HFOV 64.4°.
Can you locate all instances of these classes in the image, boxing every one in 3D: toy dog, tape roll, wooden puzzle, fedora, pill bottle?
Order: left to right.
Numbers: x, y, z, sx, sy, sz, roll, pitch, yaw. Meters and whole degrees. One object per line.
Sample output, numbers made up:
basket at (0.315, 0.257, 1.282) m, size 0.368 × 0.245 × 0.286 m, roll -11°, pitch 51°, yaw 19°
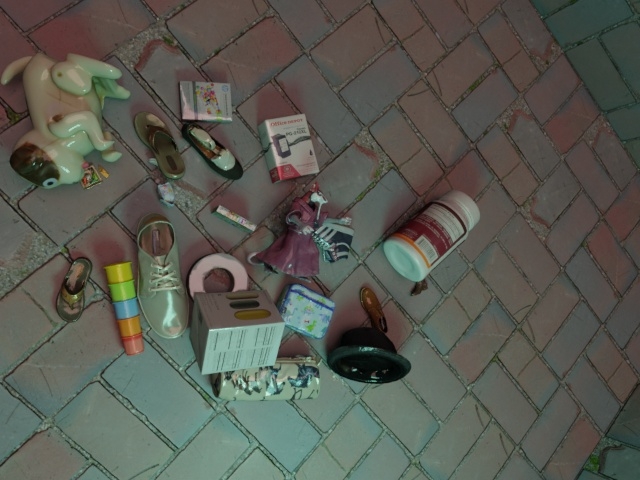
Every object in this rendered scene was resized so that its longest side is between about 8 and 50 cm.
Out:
toy dog at (-0.821, -0.363, 1.595) m, size 0.396 × 0.285 × 0.407 m, roll 15°, pitch 84°, yaw -21°
wooden puzzle at (-0.792, -0.219, 1.739) m, size 0.116 × 0.014 × 0.078 m, roll -38°, pitch 101°, yaw -19°
tape roll at (-0.377, 0.155, 1.861) m, size 0.220 × 0.072 × 0.218 m, roll 2°, pitch 86°, yaw -22°
fedora at (0.193, 0.441, 2.011) m, size 0.334 × 0.334 × 0.152 m, roll 21°, pitch 49°, yaw -20°
pill bottle at (0.473, -0.029, 2.139) m, size 0.392 × 0.224 × 0.224 m, roll -39°, pitch 102°, yaw -20°

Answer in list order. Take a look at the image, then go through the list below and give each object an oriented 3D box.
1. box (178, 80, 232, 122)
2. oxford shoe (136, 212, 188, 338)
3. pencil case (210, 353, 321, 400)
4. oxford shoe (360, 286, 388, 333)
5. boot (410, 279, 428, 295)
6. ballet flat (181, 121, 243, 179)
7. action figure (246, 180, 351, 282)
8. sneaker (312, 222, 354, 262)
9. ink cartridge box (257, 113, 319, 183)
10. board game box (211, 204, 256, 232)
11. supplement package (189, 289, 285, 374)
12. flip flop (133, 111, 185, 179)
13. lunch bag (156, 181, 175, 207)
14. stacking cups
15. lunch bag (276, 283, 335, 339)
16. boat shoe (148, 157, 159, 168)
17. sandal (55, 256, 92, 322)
box at (-0.427, -0.514, 1.892) m, size 0.187 × 0.038 × 0.145 m, roll -3°, pitch 89°, yaw -24°
oxford shoe at (-0.551, 0.124, 1.762) m, size 0.169 × 0.130 × 0.448 m, roll -8°, pitch 92°, yaw -24°
pencil case at (-0.203, 0.494, 1.865) m, size 0.411 × 0.160 × 0.183 m, roll 7°, pitch 100°, yaw -22°
oxford shoe at (0.231, 0.289, 2.104) m, size 0.076 × 0.076 × 0.212 m, roll -26°, pitch 96°, yaw -20°
boot at (0.412, 0.173, 2.203) m, size 0.107 × 0.037 × 0.114 m, roll -26°, pitch 101°, yaw -35°
ballet flat at (-0.393, -0.326, 1.865) m, size 0.280 × 0.096 × 0.095 m, roll 40°, pitch 73°, yaw -16°
action figure at (-0.072, -0.043, 1.891) m, size 0.248 × 0.276 × 0.369 m, roll 12°, pitch 93°, yaw -52°
sneaker at (0.000, 0.000, 2.010) m, size 0.283 × 0.099 × 0.153 m, roll 13°, pitch 81°, yaw -24°
ink cartridge box at (-0.125, -0.357, 1.974) m, size 0.172 × 0.100 × 0.237 m, roll -16°, pitch 93°, yaw -23°
board game box at (-0.320, -0.078, 1.878) m, size 0.154 × 0.103 × 0.026 m, roll 29°, pitch 77°, yaw -18°
supplement package at (-0.294, 0.309, 1.759) m, size 0.263 × 0.199 × 0.197 m, roll -1°, pitch 121°, yaw -28°
flip flop at (-0.558, -0.341, 1.784) m, size 0.112 × 0.080 × 0.276 m, roll -24°, pitch 79°, yaw -28°
lunch bag at (-0.548, -0.157, 1.805) m, size 0.053 × 0.071 × 0.083 m, roll -24°, pitch 97°, yaw -23°
stacking cups at (-0.657, 0.230, 1.738) m, size 0.096 × 0.096 × 0.315 m, roll -14°, pitch 97°, yaw -22°
lunch bag at (-0.061, 0.271, 1.978) m, size 0.219 × 0.090 × 0.175 m, roll 30°, pitch 74°, yaw -19°
boat shoe at (-0.567, -0.270, 1.825) m, size 0.100 × 0.035 × 0.035 m, roll 10°, pitch 81°, yaw -28°
sandal at (-0.814, 0.162, 1.686) m, size 0.090 × 0.060 × 0.219 m, roll 20°, pitch 80°, yaw -20°
